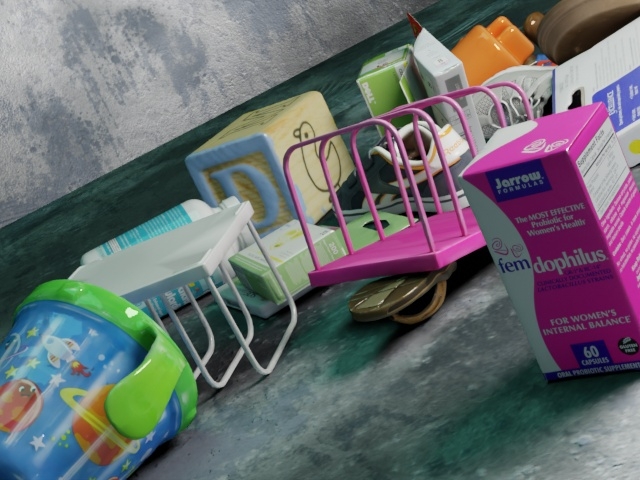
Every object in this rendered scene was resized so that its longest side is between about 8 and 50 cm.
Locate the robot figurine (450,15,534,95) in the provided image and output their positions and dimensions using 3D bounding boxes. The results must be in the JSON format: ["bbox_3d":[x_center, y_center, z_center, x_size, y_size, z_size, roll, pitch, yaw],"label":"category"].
[{"bbox_3d":[0.276,-0.294,2.032,0.219,0.158,0.128,-46,-18,12],"label":"robot figurine"}]

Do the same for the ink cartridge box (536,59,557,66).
[{"bbox_3d":[0.361,-0.266,1.946,0.063,0.029,0.115,6,68,62],"label":"ink cartridge box"}]

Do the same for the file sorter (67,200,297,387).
[{"bbox_3d":[-0.198,0.103,1.457,0.277,0.173,0.193,-20,18,21],"label":"file sorter"}]

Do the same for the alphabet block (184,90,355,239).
[{"bbox_3d":[-0.081,-0.121,1.974,0.193,0.192,0.197,-11,22,36],"label":"alphabet block"}]

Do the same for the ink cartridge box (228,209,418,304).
[{"bbox_3d":[0.000,0.000,1.618,0.235,0.056,0.171,-32,16,-14],"label":"ink cartridge box"}]

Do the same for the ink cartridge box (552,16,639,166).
[{"bbox_3d":[0.463,-0.229,1.561,0.307,0.072,0.303,-34,23,30],"label":"ink cartridge box"}]

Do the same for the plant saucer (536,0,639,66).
[{"bbox_3d":[0.477,-0.324,1.770,0.278,0.041,0.278,-3,-21,-1],"label":"plant saucer"}]

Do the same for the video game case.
[{"bbox_3d":[-0.038,0.041,1.684,0.212,0.023,0.193,-31,17,-21],"label":"video game case"}]

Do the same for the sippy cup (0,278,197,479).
[{"bbox_3d":[-0.288,0.200,1.236,0.224,0.240,0.305,-54,-12,-40],"label":"sippy cup"}]

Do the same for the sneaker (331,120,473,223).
[{"bbox_3d":[0.119,-0.109,1.741,0.321,0.127,0.126,-8,27,51],"label":"sneaker"}]

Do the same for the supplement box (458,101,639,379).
[{"bbox_3d":[0.230,0.003,1.032,0.111,0.220,0.114,-14,19,37],"label":"supplement box"}]

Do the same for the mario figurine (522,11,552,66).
[{"bbox_3d":[0.460,-0.375,1.966,0.170,0.198,0.320,-21,6,-35],"label":"mario figurine"}]

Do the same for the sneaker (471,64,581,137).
[{"bbox_3d":[0.339,-0.219,1.792,0.281,0.105,0.115,-15,21,36],"label":"sneaker"}]

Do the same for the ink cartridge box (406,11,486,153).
[{"bbox_3d":[0.184,-0.240,1.828,0.066,0.189,0.232,-28,36,-7],"label":"ink cartridge box"}]

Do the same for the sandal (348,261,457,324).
[{"bbox_3d":[0.107,0.065,1.338,0.090,0.060,0.219,-14,5,25],"label":"sandal"}]

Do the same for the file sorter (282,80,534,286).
[{"bbox_3d":[0.126,-0.079,1.421,0.202,0.182,0.290,-11,9,43],"label":"file sorter"}]

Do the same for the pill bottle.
[{"bbox_3d":[-0.232,0.029,1.795,0.264,0.146,0.146,-28,16,-9],"label":"pill bottle"}]

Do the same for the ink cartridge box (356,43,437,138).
[{"bbox_3d":[0.136,-0.199,1.883,0.097,0.189,0.255,-20,18,16],"label":"ink cartridge box"}]
